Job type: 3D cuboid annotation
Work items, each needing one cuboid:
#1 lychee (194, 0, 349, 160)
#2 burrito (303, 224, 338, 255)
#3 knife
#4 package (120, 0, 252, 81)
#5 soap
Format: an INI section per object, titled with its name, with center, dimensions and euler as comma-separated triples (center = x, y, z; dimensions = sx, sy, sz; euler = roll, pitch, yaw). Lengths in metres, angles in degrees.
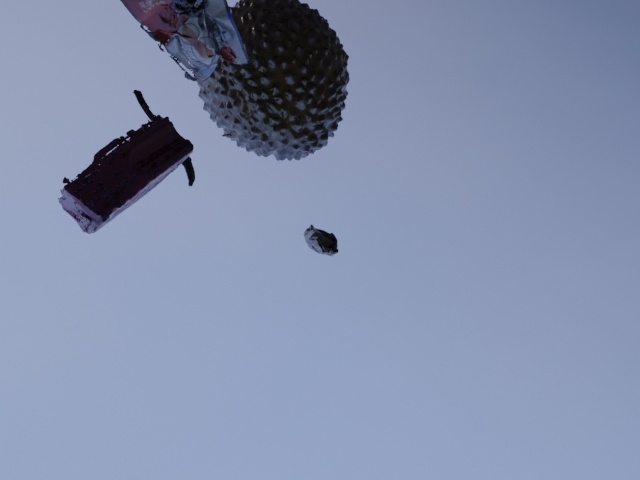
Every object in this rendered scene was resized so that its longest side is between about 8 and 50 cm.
[lychee]
center = -0.107, -0.393, 1.749
dimensions = 0.381, 0.380, 0.432
euler = 4, -126, -25
[burrito]
center = -0.001, 0.002, 1.269
dimensions = 0.051, 0.042, 0.171
euler = 43, 174, -9
[knife]
center = -0.296, -0.205, 1.405
dimensions = 0.021, 0.222, 0.045
euler = -6, -142, 30
[package]
center = -0.255, -0.432, 1.458
dimensions = 0.269, 0.194, 0.071
euler = 52, -158, -45
[soap]
center = -0.352, -0.111, 1.264
dimensions = 0.099, 0.162, 0.250
euler = 50, -146, -9
